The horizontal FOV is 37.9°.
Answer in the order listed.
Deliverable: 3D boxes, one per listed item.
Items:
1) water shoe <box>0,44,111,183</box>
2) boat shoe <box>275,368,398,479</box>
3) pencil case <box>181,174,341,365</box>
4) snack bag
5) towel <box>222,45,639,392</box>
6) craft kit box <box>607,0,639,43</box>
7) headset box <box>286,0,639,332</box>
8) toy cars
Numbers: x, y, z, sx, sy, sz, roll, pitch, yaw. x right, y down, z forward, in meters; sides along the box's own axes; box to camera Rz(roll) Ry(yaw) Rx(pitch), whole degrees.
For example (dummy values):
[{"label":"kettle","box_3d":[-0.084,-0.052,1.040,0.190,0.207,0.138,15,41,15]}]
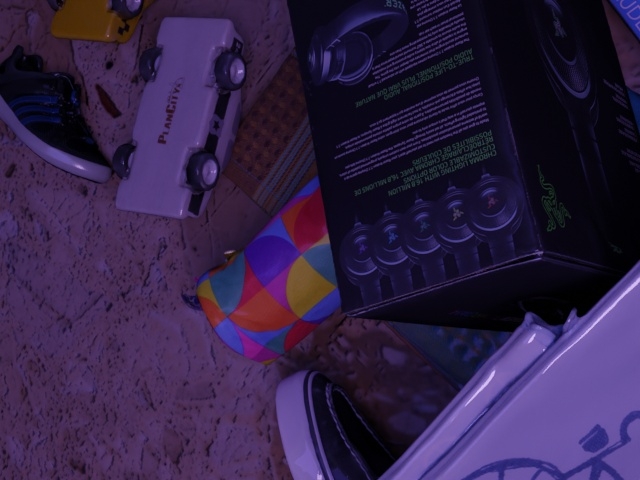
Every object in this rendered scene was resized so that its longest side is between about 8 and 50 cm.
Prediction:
[{"label":"water shoe","box_3d":[-0.281,-0.137,0.975,0.203,0.073,0.080,38,97,26]},{"label":"boat shoe","box_3d":[0.070,0.222,0.724,0.102,0.108,0.301,-34,71,18]},{"label":"pencil case","box_3d":[0.000,0.000,0.759,0.236,0.104,0.104,-39,67,15]},{"label":"snack bag","box_3d":[0.224,0.123,0.569,0.342,0.323,0.037,-49,32,12]},{"label":"towel","box_3d":[0.100,-0.066,0.794,0.370,0.040,0.271,41,100,28]},{"label":"craft kit box","box_3d":[0.365,-0.175,0.664,0.246,0.061,0.250,-36,69,21]},{"label":"headset box","box_3d":[0.112,-0.073,0.618,0.131,0.246,0.283,-20,70,33]},{"label":"toy cars","box_3d":[-0.158,-0.192,0.906,0.176,0.087,0.394,-33,66,18]}]
